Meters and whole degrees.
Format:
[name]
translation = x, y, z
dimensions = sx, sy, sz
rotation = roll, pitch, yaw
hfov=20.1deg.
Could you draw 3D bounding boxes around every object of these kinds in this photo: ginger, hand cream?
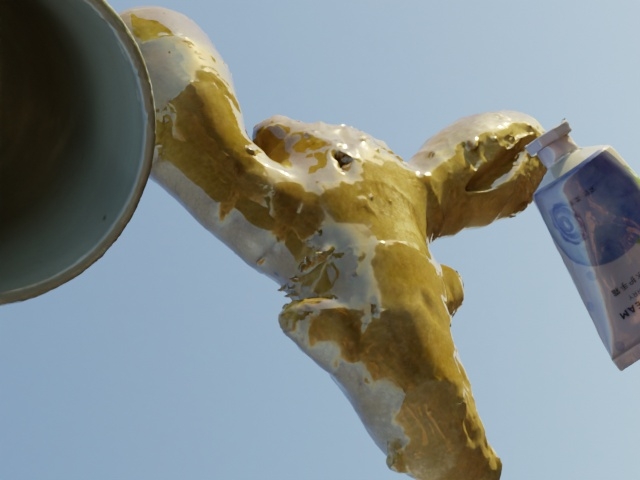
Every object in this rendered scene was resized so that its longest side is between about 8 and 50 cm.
[ginger]
translation = -0.006, -0.015, 1.214
dimensions = 0.122, 0.363, 0.348
rotation = -56, 19, 37
[hand cream]
translation = 0.169, -0.005, 1.043
dimensions = 0.142, 0.084, 0.053
rotation = 57, -164, 6

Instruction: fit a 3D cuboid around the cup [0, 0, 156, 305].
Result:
[cup]
translation = -0.192, -0.109, 1.029
dimensions = 0.186, 0.234, 0.258
rotation = 41, -94, -26
